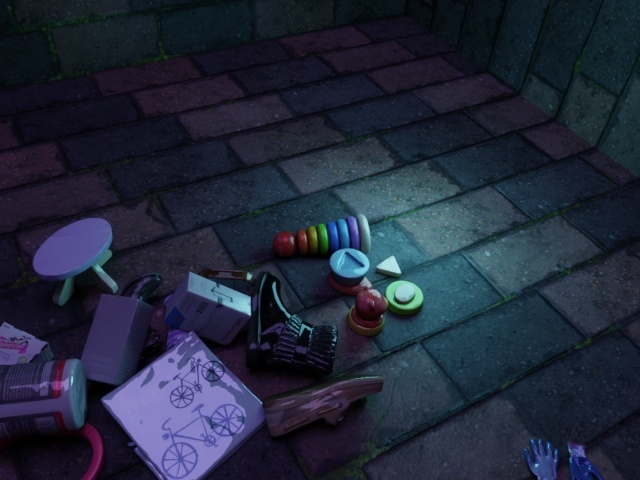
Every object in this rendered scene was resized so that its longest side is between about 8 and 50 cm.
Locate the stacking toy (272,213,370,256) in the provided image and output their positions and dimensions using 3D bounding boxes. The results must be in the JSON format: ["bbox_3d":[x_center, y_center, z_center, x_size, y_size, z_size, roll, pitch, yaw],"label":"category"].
[{"bbox_3d":[0.000,0.000,2.043,0.330,0.141,0.141,-9,45,-4],"label":"stacking toy"}]

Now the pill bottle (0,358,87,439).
[{"bbox_3d":[-0.751,0.392,1.448,0.318,0.176,0.176,-4,45,-10],"label":"pill bottle"}]

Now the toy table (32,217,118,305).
[{"bbox_3d":[-0.759,0.069,1.856,0.252,0.161,0.274,28,48,23],"label":"toy table"}]

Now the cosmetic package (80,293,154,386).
[{"bbox_3d":[-0.561,0.276,1.628,0.127,0.107,0.238,8,68,17],"label":"cosmetic package"}]

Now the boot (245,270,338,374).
[{"bbox_3d":[-0.077,0.244,1.765,0.260,0.131,0.348,2,49,0],"label":"boot"}]

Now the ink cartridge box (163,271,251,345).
[{"bbox_3d":[-0.322,0.199,1.705,0.203,0.148,0.086,27,31,-25],"label":"ink cartridge box"}]

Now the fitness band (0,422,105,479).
[{"bbox_3d":[-0.682,0.542,1.458,0.290,0.054,0.209,2,41,-5],"label":"fitness band"}]

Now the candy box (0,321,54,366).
[{"bbox_3d":[-0.871,0.340,1.628,0.164,0.070,0.196,20,46,15],"label":"candy box"}]

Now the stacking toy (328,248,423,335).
[{"bbox_3d":[0.183,0.128,1.911,0.279,0.130,0.309,-14,48,-19],"label":"stacking toy"}]

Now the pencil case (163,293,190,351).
[{"bbox_3d":[-0.424,0.251,1.759,0.088,0.086,0.206,-31,43,12],"label":"pencil case"}]

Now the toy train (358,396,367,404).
[{"bbox_3d":[0.099,0.429,1.673,0.023,0.017,0.083,-36,57,-22],"label":"toy train"}]

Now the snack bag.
[{"bbox_3d":[-0.356,0.444,1.554,0.342,0.037,0.323,42,55,16],"label":"snack bag"}]

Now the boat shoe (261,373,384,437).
[{"bbox_3d":[0.016,0.440,1.600,0.341,0.121,0.110,-11,83,-13],"label":"boat shoe"}]

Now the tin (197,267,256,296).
[{"bbox_3d":[-0.298,0.137,1.873,0.189,0.106,0.040,3,52,-1],"label":"tin"}]

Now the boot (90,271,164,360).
[{"bbox_3d":[-0.531,0.239,1.755,0.263,0.091,0.229,-40,59,-18],"label":"boot"}]

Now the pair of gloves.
[{"bbox_3d":[0.636,0.597,1.549,0.198,0.023,0.159,6,46,2],"label":"pair of gloves"}]
